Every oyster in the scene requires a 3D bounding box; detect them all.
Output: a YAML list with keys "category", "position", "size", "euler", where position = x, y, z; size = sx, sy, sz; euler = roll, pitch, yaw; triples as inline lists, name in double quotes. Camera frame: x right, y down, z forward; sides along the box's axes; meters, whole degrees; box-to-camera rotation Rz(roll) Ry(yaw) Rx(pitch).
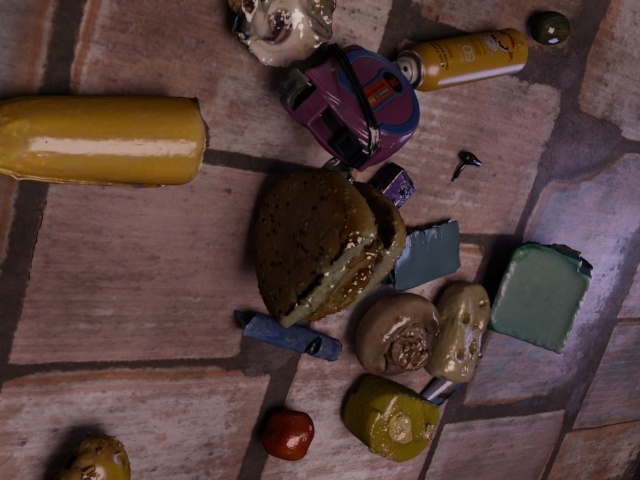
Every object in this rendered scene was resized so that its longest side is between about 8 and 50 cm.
- category: "oyster"
  position: [-0.069, -0.408, 1.507]
  size: [0.214, 0.083, 0.223]
  euler: [-24, 144, -17]

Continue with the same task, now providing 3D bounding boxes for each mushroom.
- category: "mushroom"
  position: [0.191, 0.233, 1.987]
  size: [0.226, 0.178, 0.226]
  euler: [-25, 133, -30]

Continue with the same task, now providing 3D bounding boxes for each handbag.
- category: "handbag"
  position: [0.249, 0.032, 2.018]
  size: [0.221, 0.057, 0.144]
  euler: [-13, 116, -33]

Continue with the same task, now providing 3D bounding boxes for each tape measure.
- category: "tape measure"
  position: [0.063, -0.260, 1.593]
  size: [0.149, 0.245, 0.231]
  euler: [-39, -179, 42]

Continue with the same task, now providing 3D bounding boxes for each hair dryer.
- category: "hair dryer"
  position: [0.348, -0.173, 2.013]
  size: [0.083, 0.031, 0.079]
  euler: [-52, 145, 14]

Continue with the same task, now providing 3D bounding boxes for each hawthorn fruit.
- category: "hawthorn fruit"
  position: [-0.076, 0.452, 1.940]
  size: [0.128, 0.128, 0.128]
  euler: [-19, 123, -31]

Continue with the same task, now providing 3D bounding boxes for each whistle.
- category: "whistle"
  position: [-0.071, 0.213, 1.850]
  size: [0.304, 0.062, 0.062]
  euler: [24, 97, -44]

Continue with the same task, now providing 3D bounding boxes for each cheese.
- category: "cheese"
  position: [0.359, 0.234, 2.143]
  size: [0.159, 0.093, 0.263]
  euler: [25, 76, -46]

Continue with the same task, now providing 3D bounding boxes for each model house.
- category: "model house"
  position: [0.597, 0.122, 2.276]
  size: [0.249, 0.230, 0.280]
  euler: [-51, 161, -71]

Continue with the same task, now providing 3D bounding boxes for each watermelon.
- category: "watermelon"
  position: [0.541, -0.498, 1.955]
  size: [0.110, 0.078, 0.078]
  euler: [-6, 116, -38]

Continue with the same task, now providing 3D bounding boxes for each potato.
- category: "potato"
  position: [-0.454, 0.511, 1.643]
  size: [0.173, 0.140, 0.300]
  euler: [-17, 129, -40]

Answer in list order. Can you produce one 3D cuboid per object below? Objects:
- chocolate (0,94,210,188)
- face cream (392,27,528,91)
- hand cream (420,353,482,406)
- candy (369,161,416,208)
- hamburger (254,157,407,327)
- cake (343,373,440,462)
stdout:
- category: "chocolate"
  position: [-0.409, -0.161, 1.334]
  size: [0.445, 0.162, 0.162]
  euler: [-3, 115, -33]
- category: "face cream"
  position: [0.291, -0.386, 1.792]
  size: [0.348, 0.105, 0.105]
  euler: [-17, 122, -31]
- category: "hand cream"
  position: [0.340, 0.402, 2.292]
  size: [0.271, 0.058, 0.091]
  euler: [-46, 130, -3]
- category: "candy"
  position: [0.084, -0.035, 1.841]
  size: [0.312, 0.061, 0.088]
  euler: [-47, 135, -8]
- category: "hamburger"
  position: [0.000, 0.000, 1.638]
  size: [0.195, 0.277, 0.318]
  euler: [6, 134, -40]
- category: "cake"
  position: [0.176, 0.456, 2.122]
  size: [0.260, 0.156, 0.179]
  euler: [27, 88, -42]
